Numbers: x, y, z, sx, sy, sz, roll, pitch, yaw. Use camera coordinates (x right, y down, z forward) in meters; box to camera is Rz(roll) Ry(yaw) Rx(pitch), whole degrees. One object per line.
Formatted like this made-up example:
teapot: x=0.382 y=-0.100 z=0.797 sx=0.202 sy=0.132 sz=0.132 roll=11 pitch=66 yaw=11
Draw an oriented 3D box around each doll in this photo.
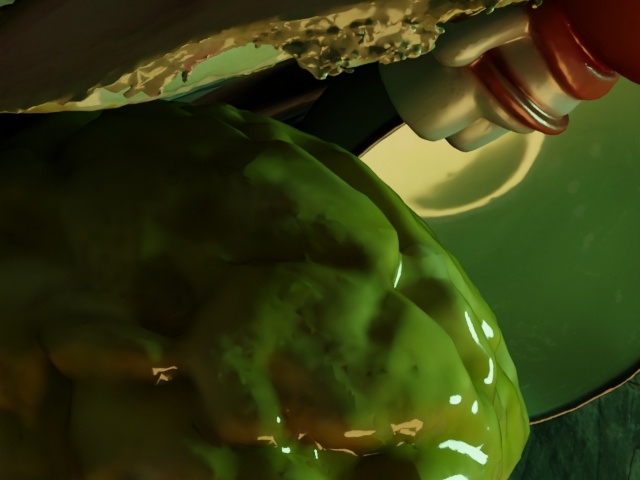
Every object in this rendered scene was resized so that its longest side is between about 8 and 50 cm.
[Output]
doll: x=0.164 y=-0.131 z=0.697 sx=0.290 sy=0.130 sz=0.161 roll=-31 pitch=158 yaw=24

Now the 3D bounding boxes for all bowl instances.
bowl: x=0.117 y=-0.036 z=1.171 sx=0.354 sy=0.354 sz=0.185 roll=-24 pitch=-137 yaw=4

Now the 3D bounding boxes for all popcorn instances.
popcorn: x=-0.066 y=0.088 z=0.834 sx=0.354 sy=0.344 sz=0.390 roll=-17 pitch=166 yaw=-45

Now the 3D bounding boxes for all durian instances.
durian: x=-0.028 y=-0.085 z=0.473 sx=0.224 sy=0.078 sz=0.140 roll=-13 pitch=-170 yaw=-8

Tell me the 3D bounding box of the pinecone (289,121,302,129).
pinecone: x=0.000 y=0.000 z=1.413 sx=0.224 sy=0.224 sz=0.272 roll=-24 pitch=-177 yaw=2
